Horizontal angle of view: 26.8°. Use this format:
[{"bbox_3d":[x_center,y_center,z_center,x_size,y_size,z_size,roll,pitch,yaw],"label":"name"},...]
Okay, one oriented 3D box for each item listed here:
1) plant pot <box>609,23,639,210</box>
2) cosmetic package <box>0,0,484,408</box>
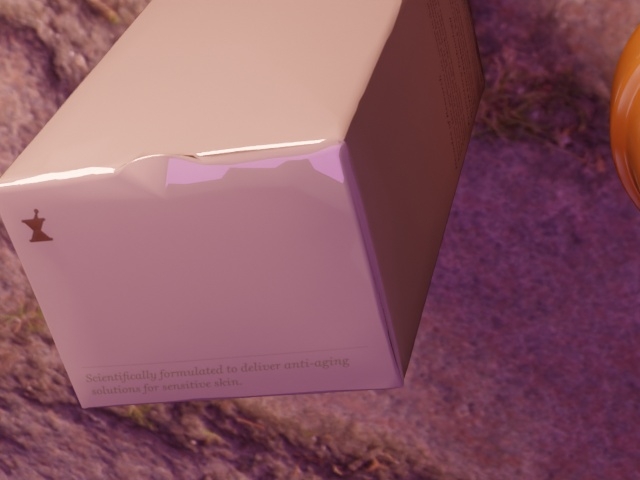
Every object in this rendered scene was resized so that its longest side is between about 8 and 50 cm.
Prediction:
[{"bbox_3d":[0.286,-0.047,0.862,0.205,0.188,0.205,7,124,11],"label":"plant pot"},{"bbox_3d":[-0.024,-0.071,0.822,0.197,0.365,0.155,-5,121,19],"label":"cosmetic package"}]
